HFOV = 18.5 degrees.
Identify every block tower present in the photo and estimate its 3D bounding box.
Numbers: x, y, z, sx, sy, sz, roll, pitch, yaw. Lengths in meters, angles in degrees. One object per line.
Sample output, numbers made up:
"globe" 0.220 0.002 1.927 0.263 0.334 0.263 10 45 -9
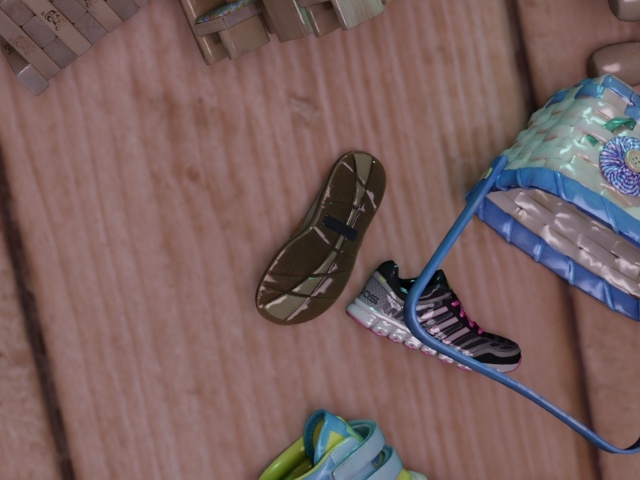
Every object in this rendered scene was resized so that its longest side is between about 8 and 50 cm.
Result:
"block tower" -0.151 -0.273 1.662 0.335 0.091 0.097 -40 127 6

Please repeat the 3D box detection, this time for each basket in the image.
"basket" 0.235 0.013 1.748 0.255 0.201 0.289 30 80 -13

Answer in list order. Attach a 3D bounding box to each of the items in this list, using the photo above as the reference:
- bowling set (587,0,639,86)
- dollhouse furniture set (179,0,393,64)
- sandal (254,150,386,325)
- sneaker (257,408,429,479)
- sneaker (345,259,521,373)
"bowling set" 0.318 -0.265 1.741 0.154 0.200 0.287 -14 102 -10
"dollhouse furniture set" 0.011 -0.277 1.677 0.242 0.212 0.161 -30 104 -33
"sandal" 0.000 0.000 1.787 0.072 0.049 0.180 33 75 -18
"sneaker" 0.089 0.237 1.787 0.319 0.127 0.208 -14 100 -9
"sneaker" 0.113 0.068 1.803 0.170 0.063 0.074 21 98 -7
